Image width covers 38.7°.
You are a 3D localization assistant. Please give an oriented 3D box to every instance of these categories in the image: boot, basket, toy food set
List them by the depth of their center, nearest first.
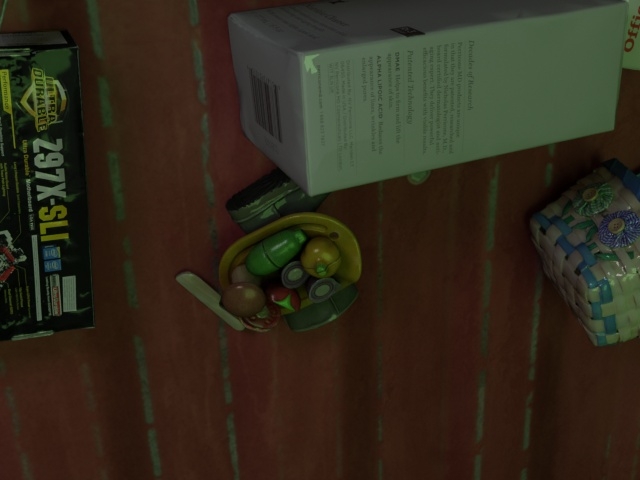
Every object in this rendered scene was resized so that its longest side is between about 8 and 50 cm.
[{"bbox_3d":[-0.054,0.056,1.076,0.218,0.071,0.128,-27,122,19],"label":"toy food set"},{"bbox_3d":[0.001,-0.002,1.129,0.190,0.076,0.208,-28,117,6],"label":"boot"},{"bbox_3d":[0.459,0.002,1.244,0.289,0.255,0.201,-22,129,-3],"label":"basket"}]

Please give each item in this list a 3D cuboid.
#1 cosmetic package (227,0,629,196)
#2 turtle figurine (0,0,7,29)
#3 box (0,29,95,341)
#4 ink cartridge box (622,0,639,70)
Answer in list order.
[{"bbox_3d":[0.118,-0.187,1.014,0.385,0.217,0.156,-15,119,-20],"label":"cosmetic package"},{"bbox_3d":[-0.325,-0.267,0.795,0.175,0.118,0.234,-15,94,-37],"label":"turtle figurine"},{"bbox_3d":[-0.372,-0.043,0.929,0.257,0.079,0.322,-9,117,-24],"label":"box"},{"bbox_3d":[0.409,-0.303,1.122,0.233,0.168,0.171,3,112,-27],"label":"ink cartridge box"}]
